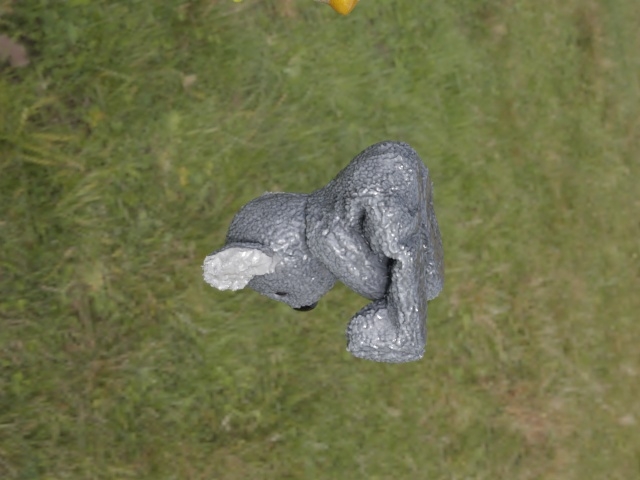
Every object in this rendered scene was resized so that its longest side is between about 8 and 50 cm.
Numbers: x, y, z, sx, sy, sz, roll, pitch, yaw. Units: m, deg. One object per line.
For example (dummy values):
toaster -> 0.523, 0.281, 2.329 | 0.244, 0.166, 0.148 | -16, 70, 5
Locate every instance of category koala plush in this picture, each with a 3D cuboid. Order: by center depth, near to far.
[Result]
koala plush -> 0.000, 0.000, 1.130 | 0.196, 0.221, 0.203 | -60, 145, -60

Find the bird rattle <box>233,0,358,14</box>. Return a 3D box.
bird rattle -> 0.004, -0.341, 1.189 | 0.253, 0.207, 0.143 | -46, 165, -25
